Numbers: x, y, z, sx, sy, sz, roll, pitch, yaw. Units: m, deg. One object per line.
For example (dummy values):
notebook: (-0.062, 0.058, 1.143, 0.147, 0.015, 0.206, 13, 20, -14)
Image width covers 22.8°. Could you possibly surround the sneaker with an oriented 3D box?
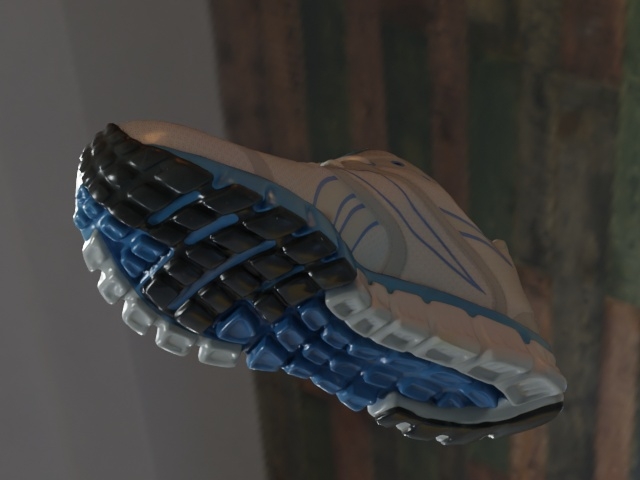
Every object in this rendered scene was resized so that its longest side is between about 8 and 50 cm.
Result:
sneaker: (0.000, 0.000, 0.501, 0.191, 0.071, 0.083, 29, -137, -40)
